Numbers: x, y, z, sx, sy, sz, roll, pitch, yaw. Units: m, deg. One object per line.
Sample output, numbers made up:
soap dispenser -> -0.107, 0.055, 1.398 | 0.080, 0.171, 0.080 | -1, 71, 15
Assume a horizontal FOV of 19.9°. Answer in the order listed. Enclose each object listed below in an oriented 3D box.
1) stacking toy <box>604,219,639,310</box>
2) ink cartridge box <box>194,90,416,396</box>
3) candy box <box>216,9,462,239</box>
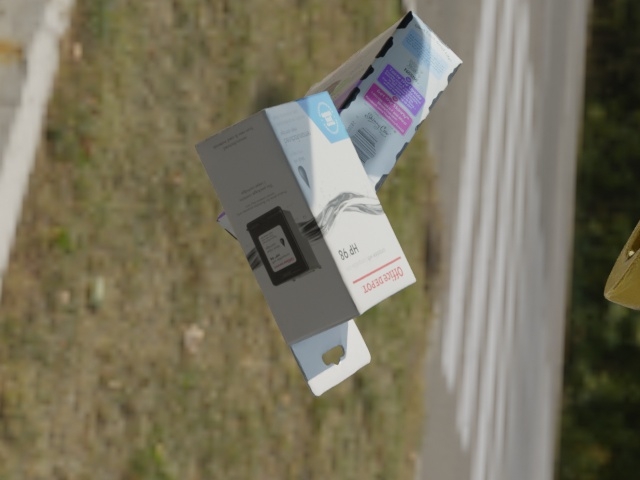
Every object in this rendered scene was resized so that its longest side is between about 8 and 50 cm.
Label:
stacking toy -> 0.316, -0.068, 1.086 | 0.279, 0.130, 0.309 | -57, 178, -14
ink cartridge box -> 0.000, 0.000, 1.190 | 0.180, 0.060, 0.104 | 65, 26, 0
candy box -> 0.017, -0.089, 1.598 | 0.165, 0.070, 0.196 | -34, -163, 49
